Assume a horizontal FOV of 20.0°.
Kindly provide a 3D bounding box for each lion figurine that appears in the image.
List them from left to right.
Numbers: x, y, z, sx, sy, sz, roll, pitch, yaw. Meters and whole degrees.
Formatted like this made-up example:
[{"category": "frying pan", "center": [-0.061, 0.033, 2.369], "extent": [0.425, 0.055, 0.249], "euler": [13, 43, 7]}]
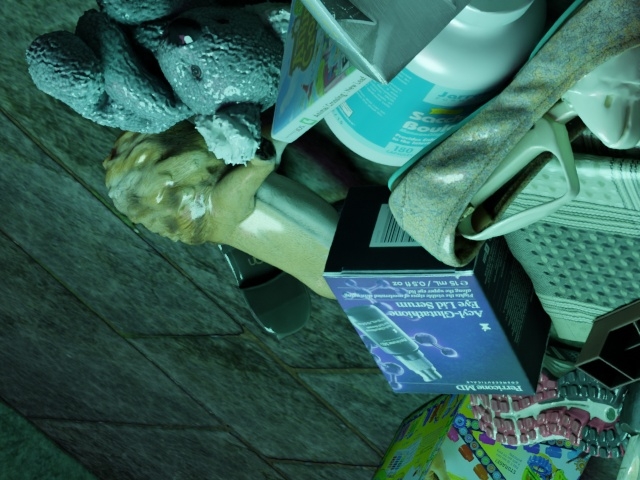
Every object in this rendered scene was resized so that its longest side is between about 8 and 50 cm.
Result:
[{"category": "lion figurine", "center": [-0.026, -0.019, 1.864], "extent": [0.392, 0.142, 0.240], "euler": [35, 139, -11]}]

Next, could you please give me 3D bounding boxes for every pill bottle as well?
[{"category": "pill bottle", "center": [0.095, -0.171, 1.498], "extent": [0.146, 0.146, 0.264], "euler": [32, 156, -3]}]

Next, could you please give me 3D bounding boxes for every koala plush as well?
[{"category": "koala plush", "center": [-0.116, -0.173, 1.711], "extent": [0.221, 0.196, 0.203], "euler": [14, 162, 32]}]

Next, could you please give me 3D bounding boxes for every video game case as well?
[{"category": "video game case", "center": [0.017, -0.204, 1.455], "extent": [0.023, 0.212, 0.193], "euler": [14, 161, -19]}]

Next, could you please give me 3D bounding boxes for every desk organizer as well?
[{"category": "desk organizer", "center": [0.279, 0.088, 1.594], "extent": [0.047, 0.050, 0.130], "euler": [33, 156, -10]}]

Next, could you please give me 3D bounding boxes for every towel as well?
[{"category": "towel", "center": [0.300, 0.009, 1.547], "extent": [0.324, 0.056, 0.312], "euler": [9, 150, 35]}]

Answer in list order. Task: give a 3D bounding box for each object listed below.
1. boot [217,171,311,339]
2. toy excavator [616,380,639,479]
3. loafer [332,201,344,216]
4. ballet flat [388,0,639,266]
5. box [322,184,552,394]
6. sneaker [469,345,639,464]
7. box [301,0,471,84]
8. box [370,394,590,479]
[{"category": "boot", "center": [-0.081, -0.003, 2.061], "extent": [0.229, 0.091, 0.263], "euler": [-158, 52, -84]}, {"category": "toy excavator", "center": [0.487, 0.308, 1.803], "extent": [0.445, 0.222, 0.433], "euler": [19, 172, 2]}, {"category": "loafer", "center": [0.000, 0.000, 2.036], "extent": [0.062, 0.061, 0.170], "euler": [37, 158, -16]}, {"category": "ballet flat", "center": [0.189, -0.092, 1.417], "extent": [0.107, 0.316, 0.106], "euler": [5, -133, -53]}, {"category": "box", "center": [0.116, 0.048, 1.705], "extent": [0.153, 0.108, 0.207], "euler": [-2, 142, 27]}, {"category": "sneaker", "center": [0.278, 0.178, 2.011], "extent": [0.112, 0.121, 0.299], "euler": [-1, -170, -38]}, {"category": "box", "center": [0.065, -0.253, 1.273], "extent": [0.183, 0.231, 0.056], "euler": [49, 173, -34]}, {"category": "box", "center": [0.157, 0.354, 2.274], "extent": [0.177, 0.279, 0.290], "euler": [33, 156, -5]}]
